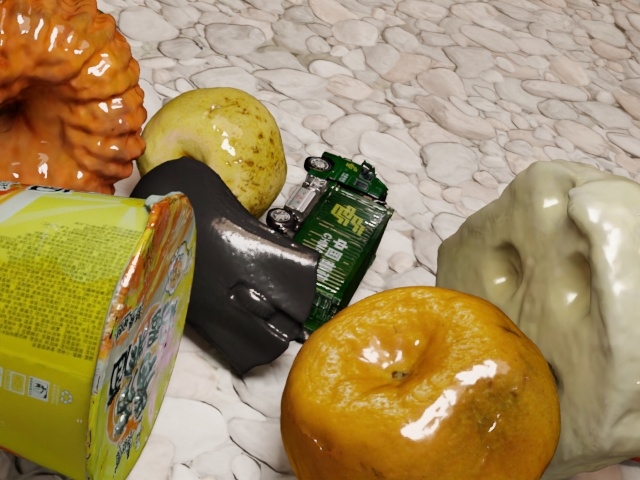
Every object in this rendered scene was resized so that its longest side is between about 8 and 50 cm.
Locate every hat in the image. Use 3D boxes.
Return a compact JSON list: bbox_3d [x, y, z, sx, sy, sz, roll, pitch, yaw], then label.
[{"bbox_3d":[-0.325,-0.207,1.312,0.285,0.285,0.400,10,33,-14],"label":"hat"}]

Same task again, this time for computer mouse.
[{"bbox_3d":[-0.111,0.021,1.199,0.264,0.147,0.088,35,9,19],"label":"computer mouse"}]

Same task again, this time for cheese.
[{"bbox_3d":[0.226,0.071,1.169,0.115,0.318,0.326,-3,27,-28],"label":"cheese"}]

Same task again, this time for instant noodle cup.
[{"bbox_3d":[-0.236,0.067,1.017,0.200,0.264,0.264,13,35,6],"label":"instant noodle cup"}]

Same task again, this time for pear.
[{"bbox_3d":[-0.116,-0.090,1.352,0.178,0.178,0.178,13,36,-10],"label":"pear"}]

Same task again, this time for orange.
[{"bbox_3d":[0.091,0.171,1.071,0.249,0.183,0.249,-10,40,9],"label":"orange"}]

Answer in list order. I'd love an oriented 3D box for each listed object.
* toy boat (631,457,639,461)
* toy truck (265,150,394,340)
[{"bbox_3d":[0.327,0.078,1.332,0.133,0.145,0.332,32,35,-15],"label":"toy boat"},{"bbox_3d":[0.000,0.000,1.340,0.121,0.088,0.259,23,37,7],"label":"toy truck"}]
